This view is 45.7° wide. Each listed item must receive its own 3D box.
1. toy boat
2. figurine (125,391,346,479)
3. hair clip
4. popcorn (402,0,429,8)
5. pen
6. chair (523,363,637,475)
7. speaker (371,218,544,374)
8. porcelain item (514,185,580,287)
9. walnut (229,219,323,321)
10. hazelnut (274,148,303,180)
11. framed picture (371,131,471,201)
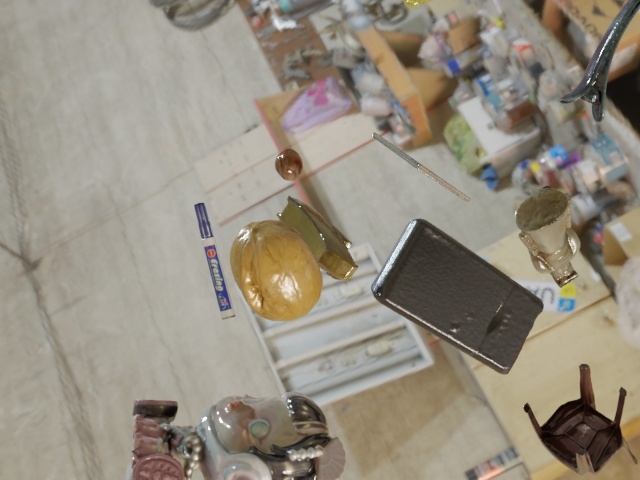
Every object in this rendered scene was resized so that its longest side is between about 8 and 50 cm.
[{"bbox_3d":[0.000,0.000,1.712,0.121,0.089,0.321,27,-168,-34],"label":"toy boat"},{"bbox_3d":[-0.153,0.366,1.296,0.253,0.361,0.211,-111,21,-54],"label":"figurine"},{"bbox_3d":[0.505,-0.340,1.281,0.083,0.275,0.048,25,-168,-4],"label":"hair clip"},{"bbox_3d":[0.163,-0.450,1.217,0.135,0.141,0.162,-60,-27,-60],"label":"popcorn"},{"bbox_3d":[-0.182,0.035,1.297,0.025,0.025,0.204,-22,-83,-85],"label":"pen"},{"bbox_3d":[0.606,0.446,1.739,0.175,0.183,0.326,37,163,44],"label":"chair"},{"bbox_3d":[0.270,0.120,1.542,0.388,0.180,0.184,33,174,-19],"label":"speaker"},{"bbox_3d":[0.329,0.003,1.079,0.054,0.084,0.213,61,-172,35],"label":"porcelain item"},{"bbox_3d":[-0.081,0.054,1.373,0.159,0.159,0.207,-111,-2,-54],"label":"walnut"},{"bbox_3d":[-0.086,-0.198,2.022,0.086,0.086,0.086,62,-175,-9],"label":"hazelnut"},{"bbox_3d":[0.282,-0.210,2.161,0.213,0.016,0.289,29,-169,-31],"label":"framed picture"}]
